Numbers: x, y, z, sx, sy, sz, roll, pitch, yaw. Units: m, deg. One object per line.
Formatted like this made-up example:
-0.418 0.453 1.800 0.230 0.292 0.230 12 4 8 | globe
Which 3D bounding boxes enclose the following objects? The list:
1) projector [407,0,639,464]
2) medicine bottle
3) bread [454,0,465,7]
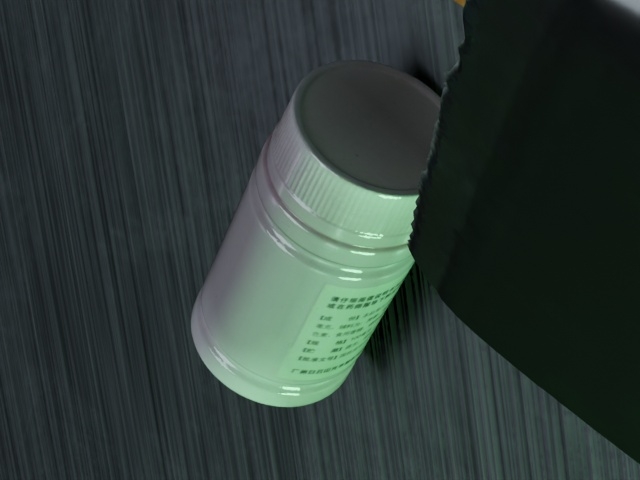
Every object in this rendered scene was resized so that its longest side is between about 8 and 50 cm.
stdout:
0.252 0.003 0.555 0.405 0.242 0.395 37 171 8 | projector
0.000 0.000 1.249 0.133 0.133 0.249 56 144 26 | medicine bottle
0.131 -0.168 0.960 0.160 0.160 0.073 41 129 41 | bread
